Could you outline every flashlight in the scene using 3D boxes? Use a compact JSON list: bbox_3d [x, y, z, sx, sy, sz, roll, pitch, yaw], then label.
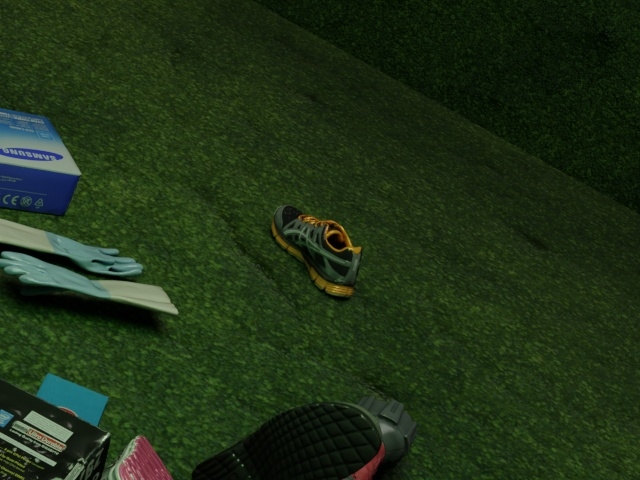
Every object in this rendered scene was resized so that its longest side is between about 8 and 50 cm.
[{"bbox_3d":[0.043,0.268,1.393,0.103,0.103,0.304,50,24,0],"label":"flashlight"}]

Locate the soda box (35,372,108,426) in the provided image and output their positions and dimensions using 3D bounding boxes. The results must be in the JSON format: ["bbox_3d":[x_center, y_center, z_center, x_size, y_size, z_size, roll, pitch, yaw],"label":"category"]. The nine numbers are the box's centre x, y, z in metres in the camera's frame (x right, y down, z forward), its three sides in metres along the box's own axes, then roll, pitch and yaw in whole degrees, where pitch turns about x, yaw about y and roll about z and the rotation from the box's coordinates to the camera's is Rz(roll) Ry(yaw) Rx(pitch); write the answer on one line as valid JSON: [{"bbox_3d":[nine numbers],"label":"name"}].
[{"bbox_3d":[-0.270,0.219,1.201,0.071,0.067,0.210,24,24,-7],"label":"soda box"}]

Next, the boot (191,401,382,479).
[{"bbox_3d":[-0.011,0.207,1.309,0.161,0.246,0.083,-22,87,-56],"label":"boot"}]

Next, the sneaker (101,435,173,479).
[{"bbox_3d":[-0.198,0.245,1.230,0.063,0.075,0.170,54,3,1],"label":"sneaker"}]

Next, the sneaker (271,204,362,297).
[{"bbox_3d":[0.000,0.000,1.933,0.084,0.083,0.215,2,32,-41],"label":"sneaker"}]

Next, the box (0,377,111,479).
[{"bbox_3d":[-0.378,0.193,1.024,0.322,0.079,0.257,24,35,8],"label":"box"}]

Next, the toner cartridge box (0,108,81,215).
[{"bbox_3d":[-0.514,-0.127,1.661,0.348,0.075,0.165,8,31,-38],"label":"toner cartridge box"}]

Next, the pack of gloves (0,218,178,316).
[{"bbox_3d":[-0.319,0.045,1.574,0.232,0.046,0.195,16,13,-30],"label":"pack of gloves"}]
